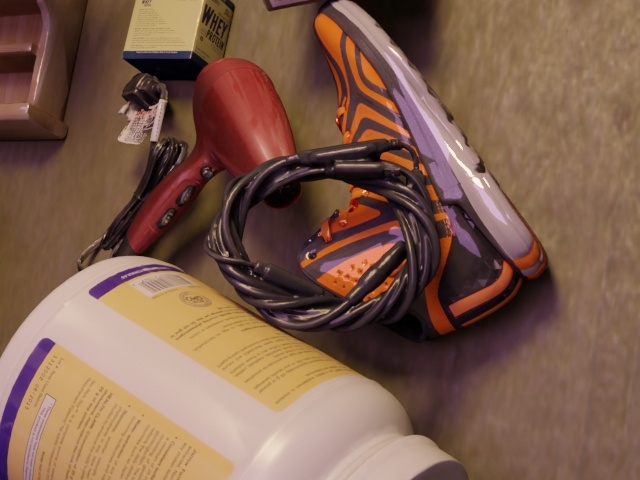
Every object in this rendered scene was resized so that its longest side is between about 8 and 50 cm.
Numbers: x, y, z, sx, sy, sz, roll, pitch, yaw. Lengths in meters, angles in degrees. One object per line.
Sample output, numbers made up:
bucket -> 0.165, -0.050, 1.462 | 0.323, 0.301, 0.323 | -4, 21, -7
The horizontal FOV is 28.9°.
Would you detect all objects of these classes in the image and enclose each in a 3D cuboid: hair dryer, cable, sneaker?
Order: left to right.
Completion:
hair dryer -> -0.107, -0.060, 1.140 | 0.293, 0.080, 0.224 | -2, 73, 52
cable -> 0.000, 0.000, 0.978 | 0.184, 0.047, 0.151 | -9, 81, 5
sneaker -> 0.037, -0.055, 1.061 | 0.180, 0.124, 0.321 | -36, 62, 10

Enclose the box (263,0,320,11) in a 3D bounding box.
box -> 0.032, -0.301, 1.141 | 0.136, 0.036, 0.225 | -7, 43, 24

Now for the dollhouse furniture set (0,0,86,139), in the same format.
dollhouse furniture set -> -0.406, -0.281, 1.190 | 0.362, 0.394, 0.257 | 1, 74, 26

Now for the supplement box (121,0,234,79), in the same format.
supplement box -> -0.141, -0.208, 1.234 | 0.083, 0.056, 0.083 | 4, 76, 27

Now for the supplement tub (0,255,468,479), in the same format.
supplement tub -> -0.076, 0.180, 0.973 | 0.331, 0.241, 0.241 | 28, 87, 30
